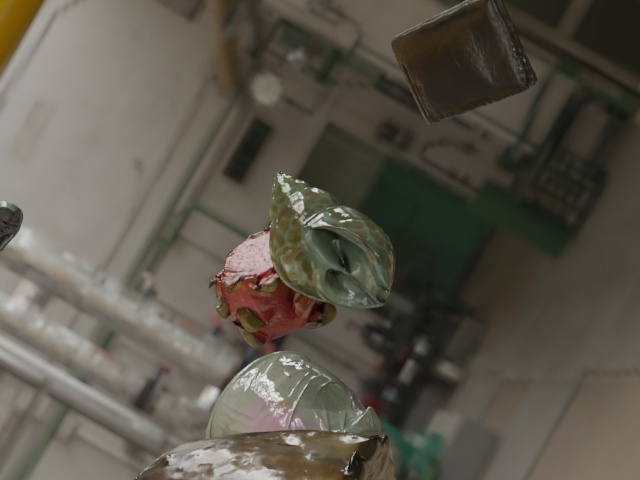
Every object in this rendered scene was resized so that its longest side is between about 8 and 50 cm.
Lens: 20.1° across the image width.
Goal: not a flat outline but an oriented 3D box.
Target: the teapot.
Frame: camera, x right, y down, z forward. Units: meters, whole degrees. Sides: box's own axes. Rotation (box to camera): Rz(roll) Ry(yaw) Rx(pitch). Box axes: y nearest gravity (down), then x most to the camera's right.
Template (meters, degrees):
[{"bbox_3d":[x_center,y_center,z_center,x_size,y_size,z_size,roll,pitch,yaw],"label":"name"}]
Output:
[{"bbox_3d":[-0.034,0.238,1.903,0.221,0.178,0.163,-43,-46,-18],"label":"teapot"}]

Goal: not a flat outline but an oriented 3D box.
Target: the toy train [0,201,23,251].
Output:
[{"bbox_3d":[-0.441,0.002,2.353,0.234,0.052,0.051,-42,24,45],"label":"toy train"}]

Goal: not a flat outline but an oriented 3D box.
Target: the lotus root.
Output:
[{"bbox_3d":[-0.052,0.295,1.566,0.316,0.250,0.316,-33,-52,-56],"label":"lotus root"}]

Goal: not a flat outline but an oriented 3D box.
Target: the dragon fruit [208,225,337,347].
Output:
[{"bbox_3d":[-0.048,0.057,2.168,0.208,0.133,0.150,30,-115,-59],"label":"dragon fruit"}]

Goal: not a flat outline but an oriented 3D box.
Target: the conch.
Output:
[{"bbox_3d":[0.012,0.009,1.887,0.106,0.173,0.116,-52,-46,-33],"label":"conch"}]

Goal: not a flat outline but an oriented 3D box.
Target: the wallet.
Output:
[{"bbox_3d":[0.165,-0.216,2.171,0.025,0.124,0.244,-26,4,-26],"label":"wallet"}]
